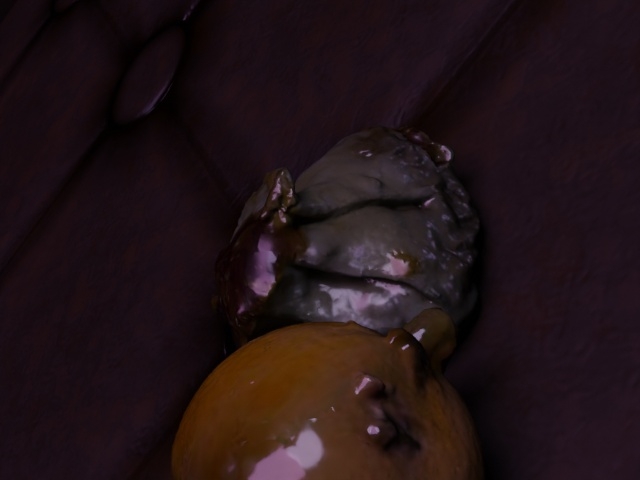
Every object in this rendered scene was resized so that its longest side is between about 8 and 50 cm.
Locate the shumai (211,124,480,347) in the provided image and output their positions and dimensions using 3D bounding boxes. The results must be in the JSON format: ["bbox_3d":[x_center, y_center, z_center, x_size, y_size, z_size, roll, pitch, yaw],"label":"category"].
[{"bbox_3d":[0.001,-0.006,0.622,0.184,0.142,0.184,-28,47,35],"label":"shumai"}]

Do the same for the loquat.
[{"bbox_3d":[0.006,0.118,0.510,0.204,0.149,0.172,-52,34,-5],"label":"loquat"}]
